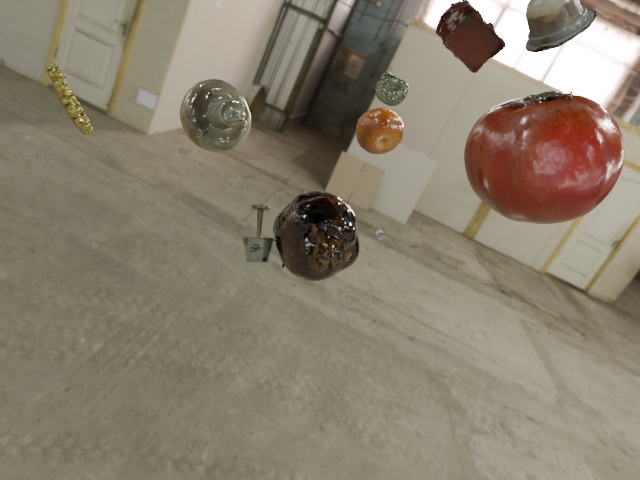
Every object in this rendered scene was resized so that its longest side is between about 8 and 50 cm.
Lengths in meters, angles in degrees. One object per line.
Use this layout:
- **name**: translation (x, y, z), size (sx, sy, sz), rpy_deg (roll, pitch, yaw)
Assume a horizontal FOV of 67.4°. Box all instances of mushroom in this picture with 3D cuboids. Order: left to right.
- **mushroom**: translation (-0.333, -0.409, 1.584), size (0.243, 0.244, 0.243), rpy_deg (23, 20, -9)

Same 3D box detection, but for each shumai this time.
- **shumai**: translation (0.168, -0.377, 1.206), size (0.082, 0.083, 0.080), rpy_deg (59, -8, -17)

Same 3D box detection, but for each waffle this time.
- **waffle**: translation (-0.709, -0.396, 1.357), size (0.192, 0.046, 0.160), rpy_deg (63, -14, -4)

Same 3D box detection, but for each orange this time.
- **orange**: translation (0.265, -0.498, 2.161), size (0.224, 0.224, 0.170), rpy_deg (13, 46, -33)

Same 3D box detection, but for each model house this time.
- **model house**: translation (0.550, -0.782, 1.809), size (0.196, 0.160, 0.254), rpy_deg (32, 31, -24)

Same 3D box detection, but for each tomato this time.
- **tomato**: translation (0.515, -0.195, 1.125), size (0.324, 0.290, 0.293), rpy_deg (-11, 16, -5)

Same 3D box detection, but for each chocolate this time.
- **chocolate**: translation (0.677, -0.664, 1.411), size (0.147, 0.221, 0.221), rpy_deg (43, 12, -25)

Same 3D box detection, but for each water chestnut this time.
- **water chestnut**: translation (0.000, 0.000, 1.731), size (0.335, 0.335, 0.347), rpy_deg (15, 12, -29)

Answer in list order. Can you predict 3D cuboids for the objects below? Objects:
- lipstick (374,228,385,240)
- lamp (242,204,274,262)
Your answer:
- **lipstick**: translation (0.203, -0.026, 1.678), size (0.025, 0.025, 0.107), rpy_deg (62, 5, -13)
- **lamp**: translation (-0.231, -0.025, 1.795), size (0.121, 0.215, 0.121), rpy_deg (4, -2, 0)
